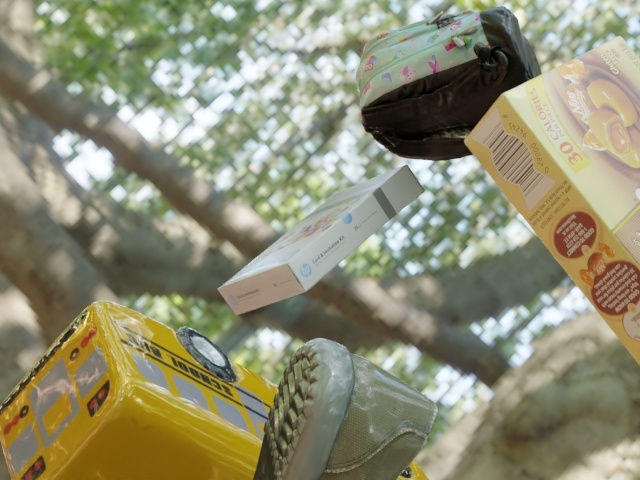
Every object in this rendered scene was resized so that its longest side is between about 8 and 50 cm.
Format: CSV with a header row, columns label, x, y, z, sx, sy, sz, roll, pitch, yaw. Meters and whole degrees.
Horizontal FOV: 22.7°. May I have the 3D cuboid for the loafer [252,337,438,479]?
label,x,y,z,sx,sy,sz,roll,pitch,yaw
loafer,-0.003,0.171,0.874,0.087,0.251,0.094,13,31,-13

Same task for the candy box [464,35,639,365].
label,x,y,z,sx,sy,sz,roll,pitch,yaw
candy box,0.303,-0.024,1.489,0.316,0.183,0.087,54,-36,12

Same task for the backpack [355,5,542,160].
label,x,y,z,sx,sy,sz,roll,pitch,yaw
backpack,0.126,-0.158,1.611,0.182,0.115,0.152,-16,-41,18

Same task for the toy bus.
label,x,y,z,sx,sy,sz,roll,pitch,yaw
toy bus,-0.050,0.159,1.060,0.333,0.108,0.130,33,14,-36

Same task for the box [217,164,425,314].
label,x,y,z,sx,sy,sz,roll,pitch,yaw
box,0.000,0.000,1.623,0.038,0.186,0.145,55,-32,-9
